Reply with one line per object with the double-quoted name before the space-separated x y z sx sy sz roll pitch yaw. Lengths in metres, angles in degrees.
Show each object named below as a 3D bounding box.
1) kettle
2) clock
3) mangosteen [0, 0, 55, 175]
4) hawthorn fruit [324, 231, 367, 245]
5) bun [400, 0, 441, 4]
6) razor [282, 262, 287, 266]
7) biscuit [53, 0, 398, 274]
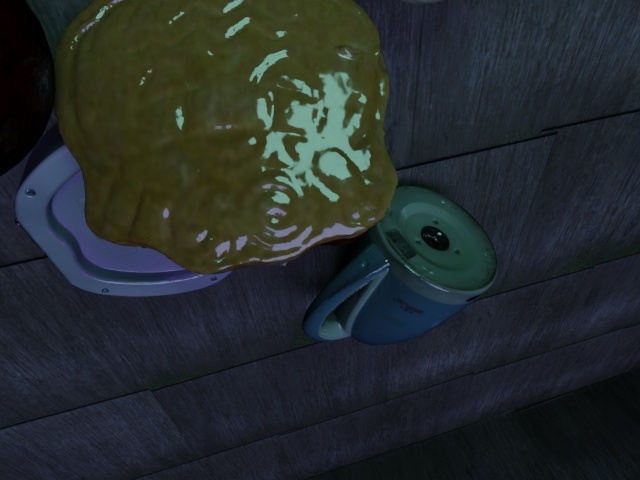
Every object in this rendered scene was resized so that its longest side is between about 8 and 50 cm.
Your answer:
"kettle" 0.118 0.096 0.833 0.320 0.247 0.342 -7 146 -32
"clock" -0.264 -0.052 0.652 0.339 0.102 0.338 -11 134 -12
"mangosteen" -0.412 -0.163 0.371 0.312 0.311 0.311 -11 134 -11
"hawthorn fruit" -0.001 -0.087 0.615 0.208 0.248 0.207 -8 134 -9
"bun" 0.127 -0.409 0.435 0.260 0.159 0.259 0 135 0
"razor" -0.001 -0.004 0.840 0.191 0.037 0.068 -26 170 6
"biscuit" -0.108 -0.146 0.484 0.386 0.364 0.062 -8 178 -2
